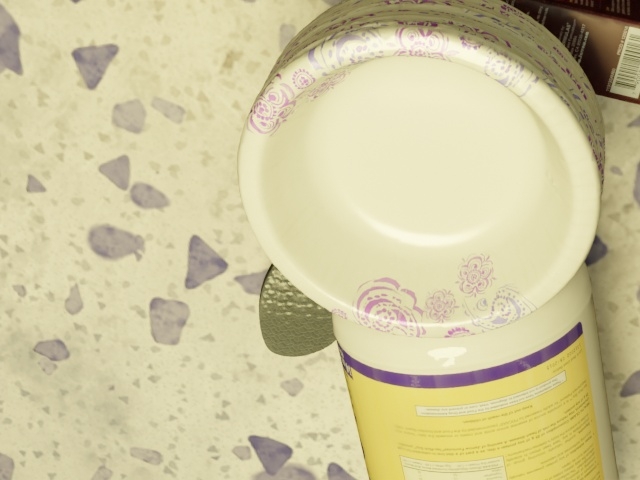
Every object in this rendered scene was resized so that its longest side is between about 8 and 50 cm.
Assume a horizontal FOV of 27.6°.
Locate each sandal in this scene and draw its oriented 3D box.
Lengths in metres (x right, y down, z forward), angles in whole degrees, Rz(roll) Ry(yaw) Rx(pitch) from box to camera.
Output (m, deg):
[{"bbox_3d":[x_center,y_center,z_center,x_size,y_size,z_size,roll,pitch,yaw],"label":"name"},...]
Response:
[{"bbox_3d":[0.001,0.000,1.308,0.097,0.054,0.254,12,109,-3],"label":"sandal"}]

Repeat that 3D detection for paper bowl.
[{"bbox_3d":[0.086,-0.071,1.055,0.284,0.148,0.284,7,125,10],"label":"paper bowl"}]

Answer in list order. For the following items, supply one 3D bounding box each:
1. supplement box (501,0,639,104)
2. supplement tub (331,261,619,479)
[{"bbox_3d":[0.181,-0.193,1.122,0.239,0.130,0.073,15,119,5],"label":"supplement box"},{"bbox_3d":[0.156,0.175,1.250,0.241,0.241,0.331,-6,114,15],"label":"supplement tub"}]
